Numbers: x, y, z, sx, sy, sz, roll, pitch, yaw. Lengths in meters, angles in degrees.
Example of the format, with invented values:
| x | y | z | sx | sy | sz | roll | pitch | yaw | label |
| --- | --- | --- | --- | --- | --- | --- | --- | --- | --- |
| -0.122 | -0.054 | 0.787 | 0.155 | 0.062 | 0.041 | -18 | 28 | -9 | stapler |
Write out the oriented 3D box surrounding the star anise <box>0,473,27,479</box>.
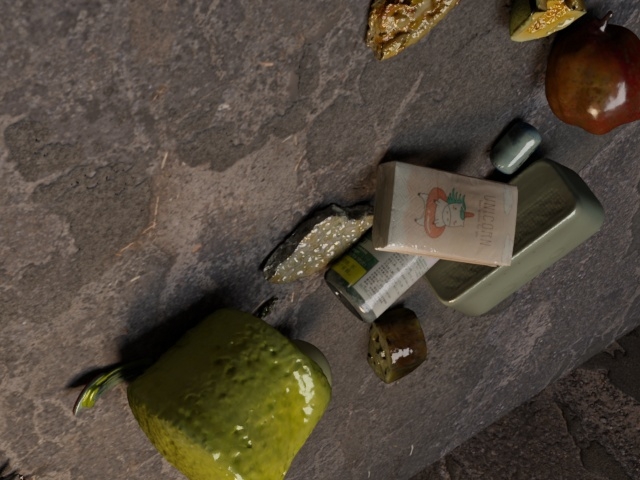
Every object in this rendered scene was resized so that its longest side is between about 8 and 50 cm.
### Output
| x | y | z | sx | sy | sz | roll | pitch | yaw | label |
| --- | --- | --- | --- | --- | --- | --- | --- | --- | --- |
| -0.627 | 0.506 | 1.992 | 0.195 | 0.065 | 0.182 | -45 | 158 | 3 | star anise |

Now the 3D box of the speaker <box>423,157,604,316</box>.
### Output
| x | y | z | sx | sy | sz | roll | pitch | yaw | label |
| --- | --- | --- | --- | --- | --- | --- | --- | --- | --- |
| 0.417 | -0.006 | 2.336 | 0.406 | 0.183 | 0.184 | -39 | 157 | 17 | speaker |

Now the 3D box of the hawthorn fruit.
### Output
| x | y | z | sx | sy | sz | roll | pitch | yaw | label |
| --- | --- | --- | --- | --- | --- | --- | --- | --- | --- |
| 0.539 | -0.335 | 2.013 | 0.208 | 0.208 | 0.248 | -29 | 132 | -18 | hawthorn fruit |

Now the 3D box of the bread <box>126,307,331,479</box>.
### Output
| x | y | z | sx | sy | sz | roll | pitch | yaw | label |
| --- | --- | --- | --- | --- | --- | --- | --- | --- | --- |
| -0.167 | 0.310 | 1.960 | 0.308 | 0.348 | 0.348 | -49 | 156 | -16 | bread |

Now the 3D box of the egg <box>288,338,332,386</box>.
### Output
| x | y | z | sx | sy | sz | roll | pitch | yaw | label |
| --- | --- | --- | --- | --- | --- | --- | --- | --- | --- |
| -0.085 | 0.320 | 2.244 | 0.188 | 0.189 | 0.253 | -2 | 146 | -50 | egg |

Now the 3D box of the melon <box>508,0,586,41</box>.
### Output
| x | y | z | sx | sy | sz | roll | pitch | yaw | label |
| --- | --- | --- | --- | --- | --- | --- | --- | --- | --- |
| 0.377 | -0.406 | 1.829 | 0.160 | 0.079 | 0.128 | -14 | 162 | -42 | melon |

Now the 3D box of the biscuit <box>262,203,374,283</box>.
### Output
| x | y | z | sx | sy | sz | roll | pitch | yaw | label |
| --- | --- | --- | --- | --- | --- | --- | --- | --- | --- |
| 0.000 | 0.000 | 2.016 | 0.265 | 0.040 | 0.188 | -29 | 152 | -21 | biscuit |

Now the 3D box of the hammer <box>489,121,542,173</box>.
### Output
| x | y | z | sx | sy | sz | roll | pitch | yaw | label |
| --- | --- | --- | --- | --- | --- | --- | --- | --- | --- |
| 0.438 | -0.197 | 2.246 | 0.116 | 0.069 | 0.194 | -51 | 159 | 21 | hammer |

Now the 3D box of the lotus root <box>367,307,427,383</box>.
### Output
| x | y | z | sx | sy | sz | roll | pitch | yaw | label |
| --- | --- | --- | --- | --- | --- | --- | --- | --- | --- |
| 0.187 | 0.266 | 2.583 | 0.119 | 0.138 | 0.235 | -21 | 155 | -13 | lotus root |

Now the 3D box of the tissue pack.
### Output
| x | y | z | sx | sy | sz | roll | pitch | yaw | label |
| --- | --- | --- | --- | --- | --- | --- | --- | --- | --- |
| 0.248 | -0.048 | 2.033 | 0.325 | 0.071 | 0.170 | 9 | 85 | -34 | tissue pack |

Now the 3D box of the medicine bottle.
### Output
| x | y | z | sx | sy | sz | roll | pitch | yaw | label |
| --- | --- | --- | --- | --- | --- | --- | --- | --- | --- |
| 0.155 | 0.025 | 2.120 | 0.293 | 0.141 | 0.141 | -42 | 154 | -8 | medicine bottle |

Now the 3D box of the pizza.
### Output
| x | y | z | sx | sy | sz | roll | pitch | yaw | label |
| --- | --- | --- | --- | --- | --- | --- | --- | --- | --- |
| 0.148 | -0.371 | 1.602 | 0.182 | 0.062 | 0.161 | -33 | 147 | -9 | pizza |

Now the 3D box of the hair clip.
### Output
| x | y | z | sx | sy | sz | roll | pitch | yaw | label |
| --- | --- | --- | --- | --- | --- | --- | --- | --- | --- |
| -0.386 | 0.260 | 1.942 | 0.188 | 0.033 | 0.060 | -28 | 149 | -46 | hair clip |

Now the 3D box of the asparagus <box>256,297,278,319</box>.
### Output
| x | y | z | sx | sy | sz | roll | pitch | yaw | label |
| --- | --- | --- | --- | --- | --- | --- | --- | --- | --- |
| -0.161 | 0.200 | 2.142 | 0.233 | 0.022 | 0.023 | -48 | -173 | 17 | asparagus |
